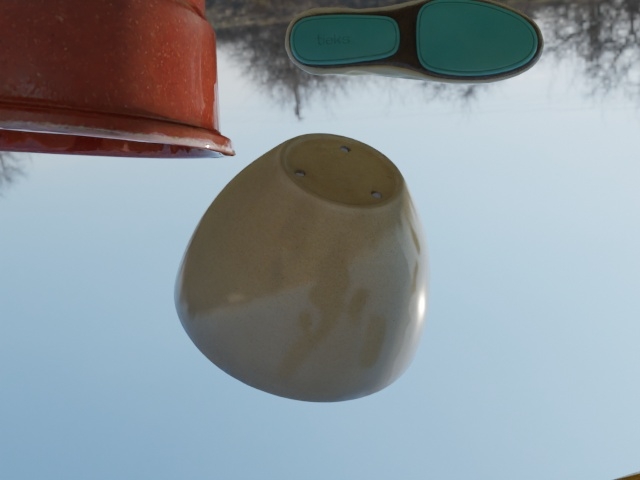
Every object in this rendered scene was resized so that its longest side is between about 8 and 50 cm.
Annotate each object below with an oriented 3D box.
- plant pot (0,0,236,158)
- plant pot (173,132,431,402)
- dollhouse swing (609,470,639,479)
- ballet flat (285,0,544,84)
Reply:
[{"bbox_3d":[-0.173,-0.182,0.427,0.272,0.265,0.272,3,-178,0],"label":"plant pot"},{"bbox_3d":[0.000,0.000,0.890,0.284,0.191,0.284,11,-143,-9],"label":"plant pot"},{"bbox_3d":[0.199,0.231,0.220,0.305,0.347,0.315,-24,-168,1],"label":"dollhouse swing"},{"bbox_3d":[0.090,-0.193,0.824,0.248,0.086,0.086,7,-160,12],"label":"ballet flat"}]
